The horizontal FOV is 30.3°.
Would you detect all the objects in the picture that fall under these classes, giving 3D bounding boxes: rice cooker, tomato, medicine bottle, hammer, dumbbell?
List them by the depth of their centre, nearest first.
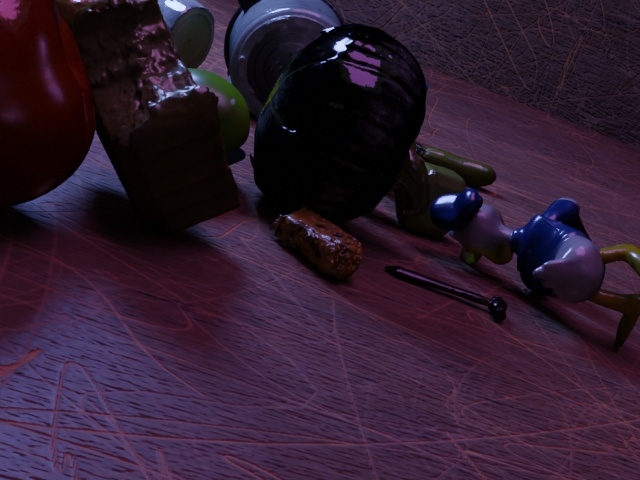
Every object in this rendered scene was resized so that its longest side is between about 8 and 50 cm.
[{"bbox_3d":[-0.368,-0.177,1.228,0.226,0.299,0.298,-15,21,-1],"label":"tomato"},{"bbox_3d":[0.173,0.066,1.611,0.178,0.021,0.065,21,18,-6],"label":"hammer"},{"bbox_3d":[0.141,-0.109,1.959,0.108,0.121,0.302,-12,28,-12],"label":"dumbbell"},{"bbox_3d":[-0.061,-0.344,2.202,0.280,0.241,0.227,53,11,-23],"label":"rice cooker"},{"bbox_3d":[-0.293,-0.396,2.209,0.143,0.147,0.147,29,17,27],"label":"medicine bottle"}]

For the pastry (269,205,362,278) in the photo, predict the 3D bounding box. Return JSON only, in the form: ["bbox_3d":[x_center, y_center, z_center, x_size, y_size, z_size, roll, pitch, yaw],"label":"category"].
[{"bbox_3d":[0.000,0.000,1.527,0.080,0.056,0.140,-9,34,-46],"label":"pastry"}]

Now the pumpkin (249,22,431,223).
[{"bbox_3d":[0.052,-0.150,1.663,0.295,0.296,0.296,21,17,-7],"label":"pumpkin"}]

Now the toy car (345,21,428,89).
[{"bbox_3d":[0.113,-0.321,2.448,0.190,0.188,0.255,19,12,-43],"label":"toy car"}]

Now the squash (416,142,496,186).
[{"bbox_3d":[0.265,-0.148,2.340,0.183,0.052,0.052,20,17,-13],"label":"squash"}]

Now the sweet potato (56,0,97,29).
[{"bbox_3d":[-0.455,-0.440,2.229,0.251,0.097,0.097,15,18,-19],"label":"sweet potato"}]

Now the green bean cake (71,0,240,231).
[{"bbox_3d":[-0.201,-0.151,1.390,0.124,0.233,0.236,-23,56,-11],"label":"green bean cake"}]

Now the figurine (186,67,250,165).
[{"bbox_3d":[-0.179,-0.148,1.629,0.162,0.143,0.263,16,28,-4],"label":"figurine"}]

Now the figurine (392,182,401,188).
[{"bbox_3d":[0.079,-0.131,1.846,0.157,0.126,0.114,-5,34,26],"label":"figurine"}]

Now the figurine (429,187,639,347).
[{"bbox_3d":[0.329,-0.009,1.757,0.338,0.205,0.283,21,16,5],"label":"figurine"}]
